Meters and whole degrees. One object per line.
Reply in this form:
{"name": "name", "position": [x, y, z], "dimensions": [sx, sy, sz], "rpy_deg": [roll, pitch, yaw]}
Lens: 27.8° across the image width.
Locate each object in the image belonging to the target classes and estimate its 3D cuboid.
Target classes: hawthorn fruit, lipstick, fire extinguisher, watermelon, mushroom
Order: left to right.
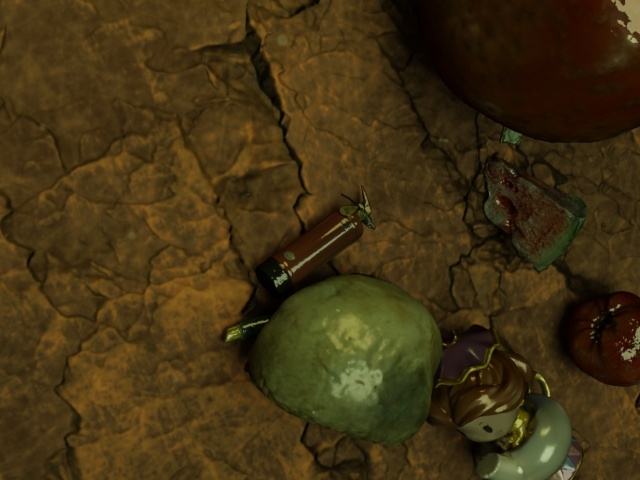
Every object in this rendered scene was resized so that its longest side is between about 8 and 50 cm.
{"name": "lipstick", "position": [-0.068, 0.102, 1.595], "dimensions": [0.116, 0.037, 0.037], "rpy_deg": [-14, 106, -20]}
{"name": "fire extinguisher", "position": [0.000, 0.000, 1.602], "dimensions": [0.177, 0.050, 0.062], "rpy_deg": [-37, 76, -18]}
{"name": "mushroom", "position": [0.063, 0.151, 1.573], "dimensions": [0.267, 0.164, 0.190], "rpy_deg": [28, 93, -43]}
{"name": "watermelon", "position": [0.282, -0.030, 1.713], "dimensions": [0.158, 0.121, 0.098], "rpy_deg": [30, 107, -25]}
{"name": "hawthorn fruit", "position": [0.318, -0.300, 1.504], "dimensions": [0.402, 0.403, 0.403], "rpy_deg": [-6, 103, -27]}
{"name": "hawthorn fruit", "position": [0.416, 0.139, 1.809], "dimensions": [0.133, 0.132, 0.138], "rpy_deg": [-54, 134, -8]}

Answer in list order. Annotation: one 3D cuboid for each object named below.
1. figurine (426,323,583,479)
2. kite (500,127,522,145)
{"name": "figurine", "position": [0.236, 0.226, 1.723], "dimensions": [0.263, 0.142, 0.190], "rpy_deg": [45, 47, -26]}
{"name": "kite", "position": [0.302, -0.304, 1.717], "dimensions": [0.406, 0.014, 0.369], "rpy_deg": [12, 94, -29]}
